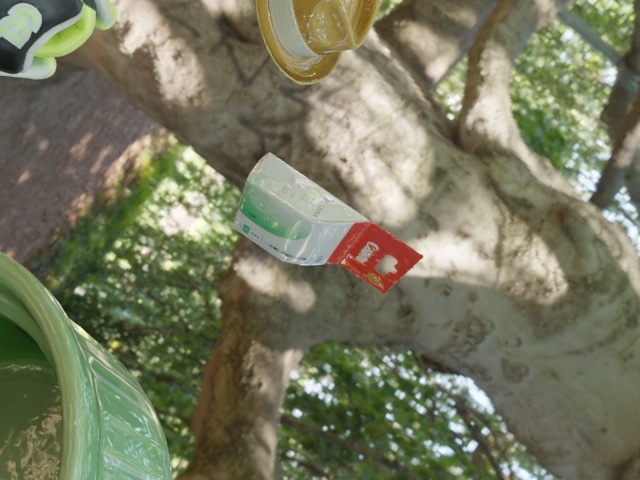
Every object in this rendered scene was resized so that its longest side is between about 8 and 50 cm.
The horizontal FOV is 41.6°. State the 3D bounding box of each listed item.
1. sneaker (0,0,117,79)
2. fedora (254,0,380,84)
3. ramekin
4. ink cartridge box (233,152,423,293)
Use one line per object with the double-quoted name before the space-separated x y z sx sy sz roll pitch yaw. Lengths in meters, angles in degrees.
"sneaker" -0.201 -0.160 0.498 0.145 0.147 0.385 -40 -163 4
"fedora" 0.009 -0.258 0.867 0.079 0.194 0.194 10 -127 33
"ramekin" -0.239 0.163 0.511 0.303 0.303 0.148 -55 150 -12
"ink cartridge box" 0.000 0.000 1.062 0.056 0.224 0.181 -54 179 -21
